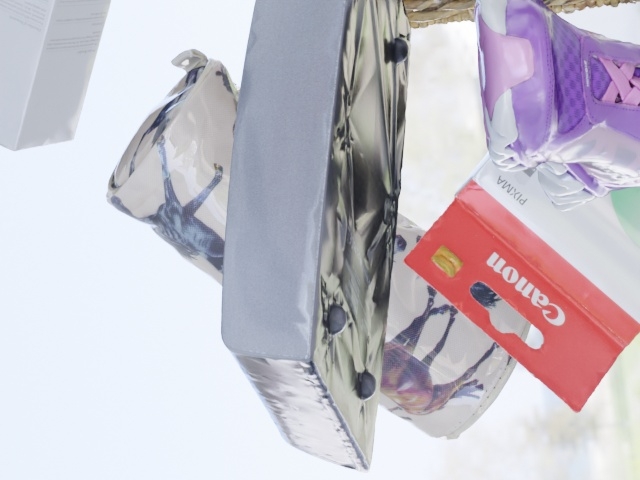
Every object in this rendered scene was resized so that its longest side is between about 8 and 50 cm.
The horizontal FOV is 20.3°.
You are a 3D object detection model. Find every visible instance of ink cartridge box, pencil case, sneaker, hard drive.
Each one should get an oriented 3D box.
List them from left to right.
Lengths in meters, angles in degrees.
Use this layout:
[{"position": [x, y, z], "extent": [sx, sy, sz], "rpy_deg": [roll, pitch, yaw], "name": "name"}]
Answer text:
[{"position": [0.000, 0.000, 1.626], "extent": [0.160, 0.410, 0.183], "rpy_deg": [-45, 11, 51], "name": "pencil case"}, {"position": [0.003, -0.033, 0.865], "extent": [0.172, 0.054, 0.255], "rpy_deg": [66, -153, -62], "name": "hard drive"}, {"position": [0.195, -0.008, 1.371], "extent": [0.225, 0.181, 0.056], "rpy_deg": [-48, -1, -35], "name": "ink cartridge box"}, {"position": [0.149, -0.077, 0.942], "extent": [0.236, 0.104, 0.095], "rpy_deg": [22, -114, -66], "name": "sneaker"}]

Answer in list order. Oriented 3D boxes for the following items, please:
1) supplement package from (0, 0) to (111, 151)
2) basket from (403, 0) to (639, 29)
[{"position": [-0.297, -0.194, 1.815], "extent": [0.105, 0.105, 0.179], "rpy_deg": [-19, -49, -62], "name": "supplement package"}, {"position": [0.167, -0.330, 1.504], "extent": [0.213, 0.299, 0.223], "rpy_deg": [62, -139, -35], "name": "basket"}]
